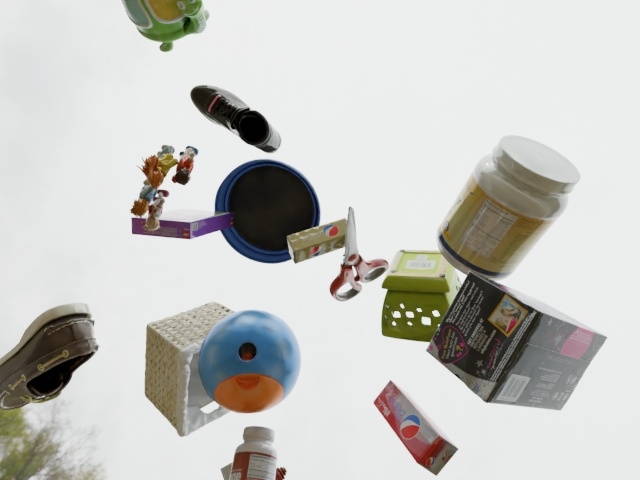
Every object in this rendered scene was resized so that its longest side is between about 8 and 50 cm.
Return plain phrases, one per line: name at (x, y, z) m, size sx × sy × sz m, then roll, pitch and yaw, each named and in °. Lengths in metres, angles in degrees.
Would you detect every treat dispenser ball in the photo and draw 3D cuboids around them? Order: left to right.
treat dispenser ball at (-0.199, 0.340, 1.213) m, size 0.288 × 0.288 × 0.288 m, roll 5°, pitch -71°, yaw 15°

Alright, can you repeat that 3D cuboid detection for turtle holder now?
turtle holder at (-0.505, -0.758, 1.354) m, size 0.243 × 0.227 × 0.320 m, roll -25°, pitch -118°, yaw 0°

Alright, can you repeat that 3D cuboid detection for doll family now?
doll family at (-0.411, -0.135, 1.052) m, size 0.118 × 0.163 × 0.263 m, roll 28°, pitch -59°, yaw -26°

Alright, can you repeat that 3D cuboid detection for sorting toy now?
sorting toy at (-0.131, 0.690, 1.279) m, size 0.102 × 0.042 × 0.061 m, roll 9°, pitch -59°, yaw 52°

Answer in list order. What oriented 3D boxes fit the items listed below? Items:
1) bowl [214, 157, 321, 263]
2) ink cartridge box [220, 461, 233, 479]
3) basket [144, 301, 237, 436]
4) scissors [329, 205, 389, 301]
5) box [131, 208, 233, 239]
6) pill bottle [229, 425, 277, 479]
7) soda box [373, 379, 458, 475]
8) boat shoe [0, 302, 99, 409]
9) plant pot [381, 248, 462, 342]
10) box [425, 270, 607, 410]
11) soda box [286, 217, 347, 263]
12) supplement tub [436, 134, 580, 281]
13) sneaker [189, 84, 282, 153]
bowl at (-0.190, -0.107, 1.565) m, size 0.391 × 0.077 × 0.390 m, roll 2°, pitch -72°, yaw 7°
ink cartridge box at (-0.240, 0.753, 1.381) m, size 0.135 × 0.056 × 0.099 m, roll -29°, pitch -112°, yaw 3°
basket at (-0.421, 0.428, 1.509) m, size 0.267 × 0.328 × 0.331 m, roll 21°, pitch -68°, yaw 34°
scissors at (0.038, 0.036, 0.613) m, size 0.109 × 0.297 × 0.021 m, roll -33°, pitch -113°, yaw 5°
box at (-0.438, -0.059, 1.393) m, size 0.201 × 0.293 × 0.057 m, roll 5°, pitch -80°, yaw 13°
pill bottle at (-0.181, 0.626, 1.150) m, size 0.121 × 0.216 × 0.121 m, roll 3°, pitch -40°, yaw 2°
soda box at (0.245, 0.491, 1.145) m, size 0.083 × 0.263 × 0.092 m, roll 40°, pitch -92°, yaw -22°
boat shoe at (-0.514, 0.240, 0.785) m, size 0.324 × 0.117 × 0.096 m, roll -41°, pitch -111°, yaw 23°
plant pot at (0.307, 0.154, 1.286) m, size 0.228 × 0.227 × 0.207 m, roll 2°, pitch -62°, yaw 24°
box at (0.329, 0.175, 0.720) m, size 0.247 × 0.142 × 0.163 m, roll 20°, pitch -79°, yaw -35°
soda box at (0.000, 0.000, 1.187) m, size 0.181 × 0.061 × 0.058 m, roll -18°, pitch -38°, yaw -15°
supplement tub at (0.453, -0.076, 1.059) m, size 0.228 × 0.228 × 0.316 m, roll 26°, pitch -50°, yaw 7°
sneaker at (-0.240, -0.350, 1.168) m, size 0.296 × 0.147 × 0.104 m, roll 34°, pitch -87°, yaw -2°
